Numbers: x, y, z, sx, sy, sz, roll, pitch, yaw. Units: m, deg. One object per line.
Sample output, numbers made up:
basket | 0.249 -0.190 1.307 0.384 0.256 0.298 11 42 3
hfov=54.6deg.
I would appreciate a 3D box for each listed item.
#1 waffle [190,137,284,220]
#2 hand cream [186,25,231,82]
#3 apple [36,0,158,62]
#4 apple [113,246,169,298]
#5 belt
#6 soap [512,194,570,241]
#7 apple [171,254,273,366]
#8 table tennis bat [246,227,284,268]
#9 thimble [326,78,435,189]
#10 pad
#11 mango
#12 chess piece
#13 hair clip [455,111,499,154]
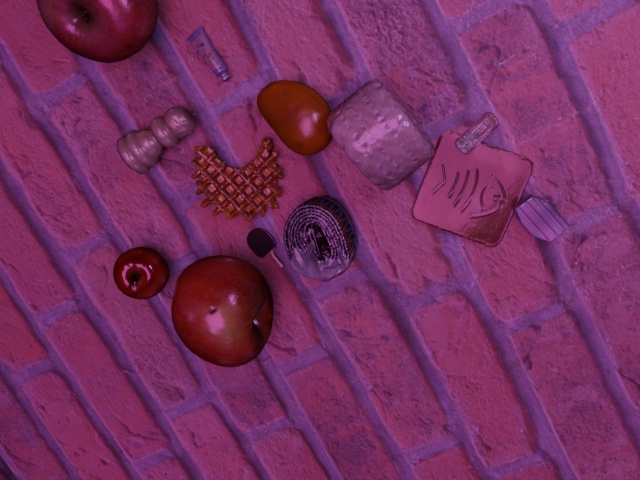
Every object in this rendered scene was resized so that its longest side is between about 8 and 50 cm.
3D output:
waffle | -0.254 -0.188 1.940 0.293 0.069 0.259 -1 109 10
hand cream | -0.330 -0.551 1.852 0.065 0.043 0.170 -34 95 23
apple | -0.625 -0.679 1.773 0.345 0.269 0.344 9 129 11
apple | -0.588 0.106 2.048 0.181 0.168 0.180 2 103 10
belt | 0.000 0.000 1.897 0.207 0.150 0.257 -11 104 24
soap | 0.627 -0.067 1.780 0.100 0.056 0.149 -42 100 17
apple | -0.305 0.218 1.936 0.277 0.348 0.348 6 108 16
table tennis bat | -0.175 0.028 2.016 0.087 0.013 0.156 -39 95 19
thimble | 0.164 -0.295 1.704 0.195 0.291 0.291 -37 96 15
pad | 0.443 -0.147 1.822 0.284 0.018 0.286 21 110 5
mango | -0.066 -0.367 1.803 0.175 0.139 0.254 -41 89 17
chess piece | -0.498 -0.323 1.923 0.243 0.133 0.133 -32 98 15
hair clip | 0.444 -0.304 1.763 0.137 0.022 0.054 -45 83 8
